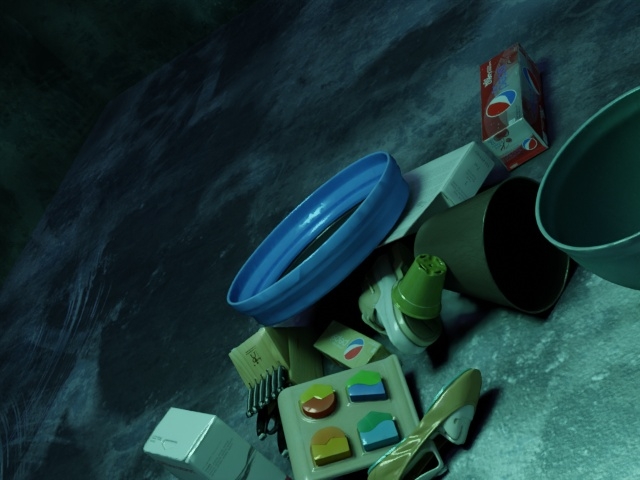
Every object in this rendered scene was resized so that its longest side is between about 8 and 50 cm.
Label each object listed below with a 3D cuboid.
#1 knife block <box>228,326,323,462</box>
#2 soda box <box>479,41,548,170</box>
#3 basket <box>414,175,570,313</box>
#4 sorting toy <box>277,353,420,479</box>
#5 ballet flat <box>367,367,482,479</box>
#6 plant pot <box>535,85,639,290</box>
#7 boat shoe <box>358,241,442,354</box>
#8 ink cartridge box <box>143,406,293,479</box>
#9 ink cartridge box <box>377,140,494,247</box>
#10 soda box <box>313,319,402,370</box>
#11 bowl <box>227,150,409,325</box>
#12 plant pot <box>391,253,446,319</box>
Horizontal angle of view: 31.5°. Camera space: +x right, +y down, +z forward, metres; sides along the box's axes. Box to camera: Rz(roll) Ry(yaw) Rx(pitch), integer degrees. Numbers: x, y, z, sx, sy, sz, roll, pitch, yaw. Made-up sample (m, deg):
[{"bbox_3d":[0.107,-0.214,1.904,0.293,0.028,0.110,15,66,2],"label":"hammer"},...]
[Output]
[{"bbox_3d":[-0.042,0.271,1.974,0.088,0.242,0.275,-37,-17,18],"label":"knife block"},{"bbox_3d":[0.351,-0.247,2.079,0.092,0.083,0.263,-31,29,28],"label":"soda box"},{"bbox_3d":[0.256,0.013,1.774,0.154,0.204,0.227,-13,2,-25],"label":"basket"},{"bbox_3d":[0.041,0.272,1.755,0.208,0.038,0.193,-20,42,3],"label":"sorting toy"},{"bbox_3d":[0.167,0.288,1.639,0.232,0.080,0.073,-48,53,4],"label":"ballet flat"},{"bbox_3d":[0.460,-0.045,1.493,0.293,0.196,0.293,-36,27,22],"label":"plant pot"},{"bbox_3d":[0.126,0.114,1.896,0.103,0.113,0.302,-40,16,17],"label":"boat shoe"},{"bbox_3d":[-0.157,0.369,1.828,0.158,0.218,0.092,-4,49,55],"label":"ink cartridge box"},{"bbox_3d":[0.143,-0.036,2.035,0.296,0.066,0.261,-23,24,54],"label":"ink cartridge box"},{"bbox_3d":[0.061,0.193,1.931,0.061,0.058,0.181,-52,27,-9],"label":"soda box"},{"bbox_3d":[0.000,0.000,2.030,0.391,0.077,0.391,-40,13,11],"label":"bowl"},{"bbox_3d":[0.161,0.066,1.762,0.083,0.083,0.079,-85,11,-52],"label":"plant pot"}]
